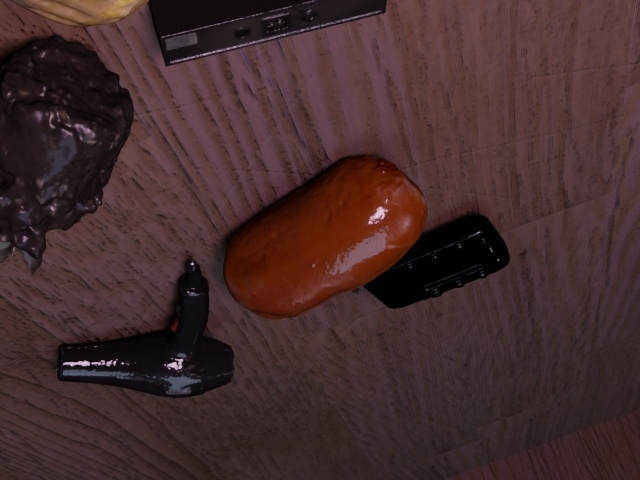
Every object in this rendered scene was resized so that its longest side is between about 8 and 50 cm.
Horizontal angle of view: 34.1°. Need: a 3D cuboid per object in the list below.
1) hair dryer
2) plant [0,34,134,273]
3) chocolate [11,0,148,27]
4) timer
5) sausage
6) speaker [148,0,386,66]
[{"bbox_3d":[-0.203,0.098,1.305,0.235,0.091,0.272,4,135,-20],"label":"hair dryer"},{"bbox_3d":[-0.245,-0.063,0.856,0.142,0.131,0.203,34,127,-4],"label":"plant"},{"bbox_3d":[-0.209,-0.217,0.607,0.134,0.134,0.309,-32,155,24],"label":"chocolate"},{"bbox_3d":[0.153,0.027,1.402,0.187,0.055,0.144,-22,152,15],"label":"timer"},{"bbox_3d":[0.001,0.002,1.167,0.258,0.133,0.133,-30,152,21],"label":"sausage"},{"bbox_3d":[-0.041,-0.192,0.855,0.191,0.046,0.040,-15,153,-9],"label":"speaker"}]
